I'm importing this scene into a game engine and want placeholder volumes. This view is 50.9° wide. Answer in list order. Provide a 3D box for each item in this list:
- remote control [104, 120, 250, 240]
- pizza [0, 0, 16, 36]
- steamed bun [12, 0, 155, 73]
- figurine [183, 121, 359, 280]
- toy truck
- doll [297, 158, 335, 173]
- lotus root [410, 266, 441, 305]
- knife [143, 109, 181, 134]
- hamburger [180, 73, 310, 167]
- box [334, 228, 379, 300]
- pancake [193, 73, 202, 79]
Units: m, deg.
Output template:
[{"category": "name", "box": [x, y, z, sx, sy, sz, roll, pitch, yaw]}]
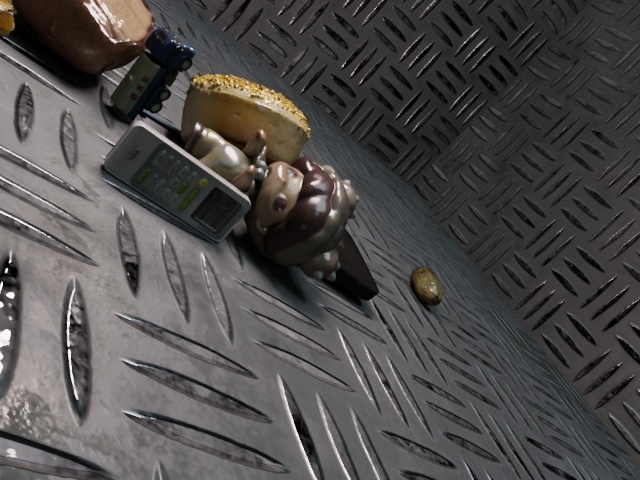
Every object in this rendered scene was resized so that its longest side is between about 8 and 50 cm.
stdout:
[{"category": "remote control", "box": [-0.241, -0.098, 1.158, 0.250, 0.103, 0.034, 37, 13, -30]}, {"category": "pizza", "box": [-0.664, -0.465, 1.105, 0.287, 0.074, 0.251, 48, 14, 19]}, {"category": "steamed bun", "box": [-0.486, -0.458, 1.365, 0.251, 0.199, 0.301, 56, 18, -25]}, {"category": "figurine", "box": [-0.103, -0.082, 1.320, 0.380, 0.203, 0.248, 29, 53, -18]}, {"category": "toy truck", "box": [-0.340, -0.325, 1.335, 0.074, 0.201, 0.088, 52, 20, 28]}, {"category": "doll", "box": [-0.060, -0.200, 1.960, 0.293, 0.119, 0.138, 24, 32, -41]}, {"category": "lotus root", "box": [0.325, 0.141, 2.089, 0.089, 0.080, 0.179, 52, 13, -29]}, {"category": "knife", "box": [-0.322, -0.250, 1.556, 0.313, 0.019, 0.044, 31, 11, -41]}, {"category": "hamburger", "box": [-0.169, -0.259, 1.488, 0.302, 0.170, 0.302, 16, -10, 3]}, {"category": "box", "box": [0.000, 0.000, 1.610, 0.290, 0.073, 0.289, 36, 17, -31]}, {"category": "pancake", "box": [-0.341, -0.473, 2.125, 0.158, 0.028, 0.158, 42, 12, -11]}]
